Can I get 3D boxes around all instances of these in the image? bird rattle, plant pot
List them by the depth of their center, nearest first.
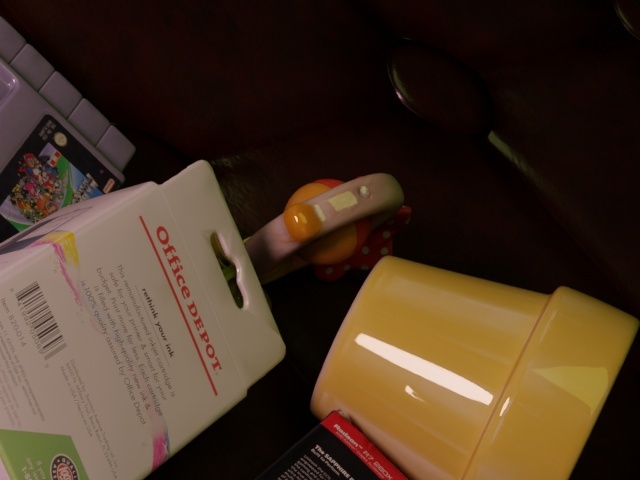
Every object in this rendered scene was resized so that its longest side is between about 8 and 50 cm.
[{"bbox_3d":[0.131,0.134,1.814,0.239,0.254,0.254,26,37,8],"label":"plant pot"},{"bbox_3d":[0.000,0.000,1.876,0.253,0.207,0.143,-11,77,-34],"label":"bird rattle"}]

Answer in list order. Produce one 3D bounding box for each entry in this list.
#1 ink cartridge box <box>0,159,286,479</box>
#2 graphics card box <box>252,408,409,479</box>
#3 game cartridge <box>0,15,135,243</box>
[{"bbox_3d":[-0.192,0.088,1.625,0.353,0.119,0.207,-35,107,-51],"label":"ink cartridge box"},{"bbox_3d":[-0.019,0.316,1.613,0.233,0.094,0.371,45,37,7],"label":"graphics card box"},{"bbox_3d":[-0.304,-0.057,1.752,0.230,0.068,0.355,41,35,-11],"label":"game cartridge"}]
